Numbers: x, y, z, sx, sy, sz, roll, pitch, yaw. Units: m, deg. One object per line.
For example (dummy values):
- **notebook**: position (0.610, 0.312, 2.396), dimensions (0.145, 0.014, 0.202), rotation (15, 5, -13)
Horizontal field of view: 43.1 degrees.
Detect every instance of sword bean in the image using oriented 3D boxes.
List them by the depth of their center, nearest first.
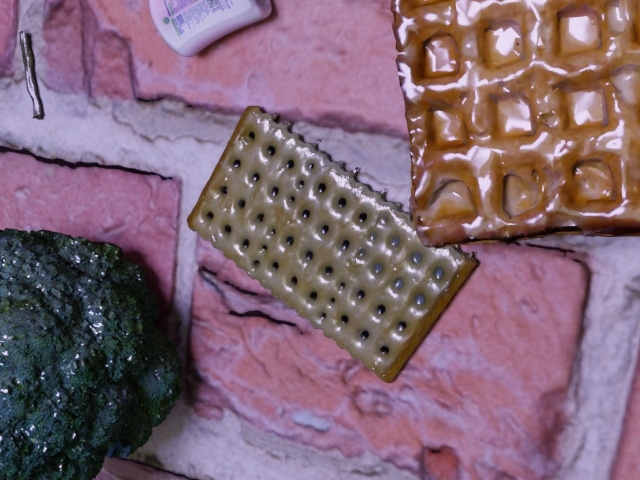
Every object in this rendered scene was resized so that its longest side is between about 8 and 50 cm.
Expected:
- **sword bean**: position (-0.275, -0.156, 0.768), dimensions (0.012, 0.012, 0.083), rotation (-4, 99, 25)

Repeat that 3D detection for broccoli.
- **broccoli**: position (-0.259, 0.123, 0.706), dimensions (0.270, 0.270, 0.270), rotation (53, 151, 7)

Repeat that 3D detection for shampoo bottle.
- **shampoo bottle**: position (-0.095, -0.195, 0.659), dimensions (0.099, 0.043, 0.072), rotation (-22, 90, 27)

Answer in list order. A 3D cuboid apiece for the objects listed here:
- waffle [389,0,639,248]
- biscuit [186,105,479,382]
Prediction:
- **waffle**: position (0.150, -0.148, 0.531), dimensions (0.213, 0.091, 0.307), rotation (-3, 98, 26)
- **biscuit**: position (0.000, 0.000, 0.670), dimensions (0.231, 0.016, 0.139), rotation (38, 114, 14)
